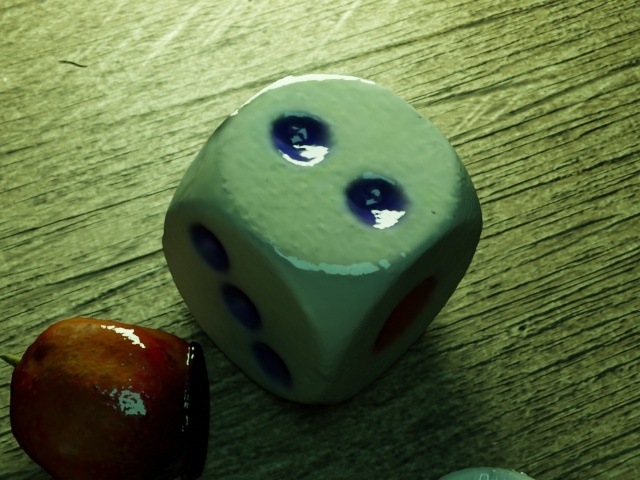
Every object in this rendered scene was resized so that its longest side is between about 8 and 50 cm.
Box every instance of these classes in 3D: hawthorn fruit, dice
[{"bbox_3d":[-0.224,0.156,1.394,0.251,0.189,0.189,26,62,17],"label":"hawthorn fruit"},{"bbox_3d":[0.000,0.000,1.456,0.251,0.259,0.243,41,63,18],"label":"dice"}]

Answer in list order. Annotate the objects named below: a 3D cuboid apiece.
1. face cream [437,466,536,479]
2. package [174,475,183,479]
[{"bbox_3d":[0.165,0.331,1.366,0.206,0.111,0.206,3,59,-4],"label":"face cream"},{"bbox_3d":[-0.151,0.291,1.413,0.037,0.015,0.110,-9,60,-9],"label":"package"}]
